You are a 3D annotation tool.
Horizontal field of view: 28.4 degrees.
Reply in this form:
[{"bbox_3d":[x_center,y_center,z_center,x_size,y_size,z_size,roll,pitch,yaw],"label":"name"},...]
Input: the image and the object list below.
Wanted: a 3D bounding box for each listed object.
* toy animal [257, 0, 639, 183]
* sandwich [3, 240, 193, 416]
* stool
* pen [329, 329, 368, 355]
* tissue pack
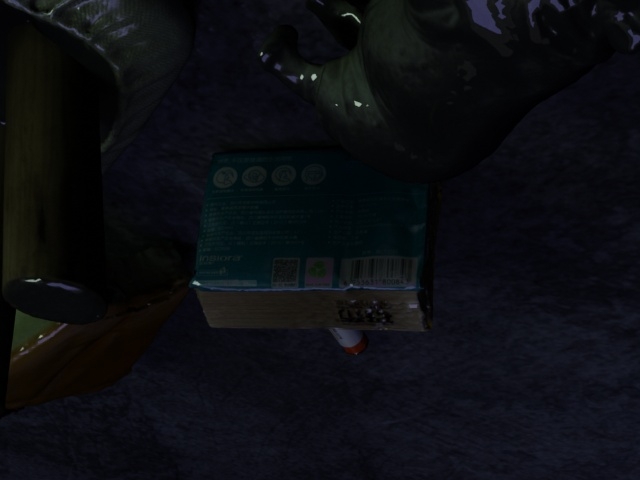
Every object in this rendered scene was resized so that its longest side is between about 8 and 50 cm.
[{"bbox_3d":[0.098,-0.126,0.619,0.168,0.106,0.343,47,147,-16],"label":"toy animal"},{"bbox_3d":[-0.189,0.074,1.091,0.212,0.063,0.245,-32,168,21],"label":"sandwich"},{"bbox_3d":[-0.268,-0.057,0.784,0.310,0.226,0.310,20,148,-20],"label":"stool"},{"bbox_3d":[-0.007,0.037,1.059,0.026,0.026,0.218,-5,146,23],"label":"pen"},{"bbox_3d":[0.000,0.000,0.905,0.169,0.120,0.082,-1,151,14],"label":"tissue pack"}]
